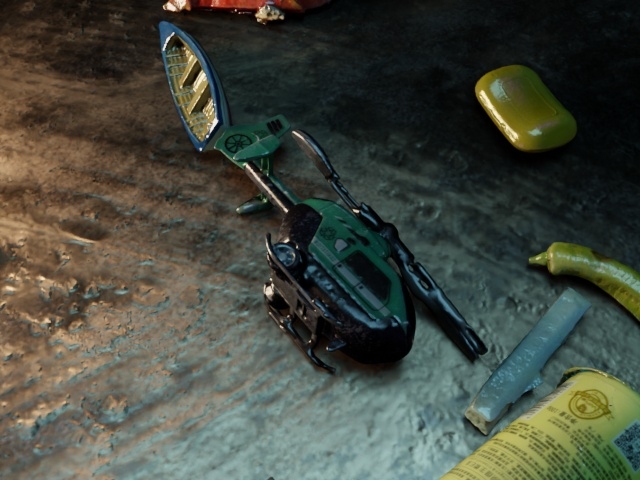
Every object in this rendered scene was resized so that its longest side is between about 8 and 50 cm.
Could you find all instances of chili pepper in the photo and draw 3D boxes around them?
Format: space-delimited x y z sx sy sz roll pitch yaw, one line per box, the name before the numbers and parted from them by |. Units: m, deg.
chili pepper | 0.319 0.055 0.741 0.208 0.043 0.049 34 49 21

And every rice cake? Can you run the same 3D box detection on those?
rice cake | 0.209 0.116 0.704 0.042 0.030 0.180 39 65 19

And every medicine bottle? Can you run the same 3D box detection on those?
medicine bottle | 0.170 0.215 0.587 0.239 0.124 0.124 -32 61 -19

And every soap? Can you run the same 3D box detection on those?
soap | 0.252 -0.162 0.887 0.089 0.045 0.140 -21 59 -10

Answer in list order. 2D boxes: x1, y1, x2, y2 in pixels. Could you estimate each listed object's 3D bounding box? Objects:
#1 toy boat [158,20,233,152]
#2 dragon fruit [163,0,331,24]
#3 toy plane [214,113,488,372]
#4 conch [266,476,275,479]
toy boat | -0.159 -0.204 0.909 0.046 0.080 0.229 7 44 -38
dragon fruit | -0.061 -0.461 1.067 0.282 0.100 0.343 10 57 1
toy plane | 0.000 0.000 0.749 0.155 0.106 0.381 -29 59 -25
conch | -0.048 0.294 0.544 0.173 0.106 0.116 -45 47 -11
